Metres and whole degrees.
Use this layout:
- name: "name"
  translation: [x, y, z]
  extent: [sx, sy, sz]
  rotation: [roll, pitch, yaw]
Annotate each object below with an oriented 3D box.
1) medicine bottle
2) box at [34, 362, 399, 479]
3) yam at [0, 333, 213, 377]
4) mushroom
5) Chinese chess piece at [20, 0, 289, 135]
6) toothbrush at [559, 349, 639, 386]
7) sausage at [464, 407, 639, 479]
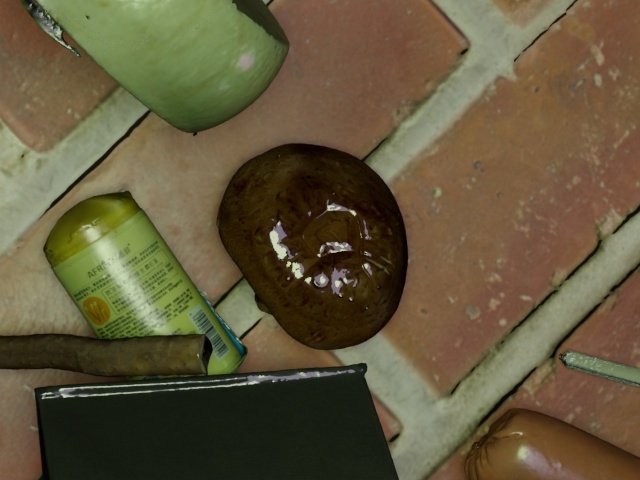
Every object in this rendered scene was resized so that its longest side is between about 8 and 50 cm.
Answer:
- name: "medicine bottle"
  translation: [-0.190, 0.062, 1.665]
  extent: [0.124, 0.124, 0.239]
  rotation: [-35, 95, -8]
- name: "box"
  translation: [-0.103, 0.287, 1.588]
  extent: [0.345, 0.204, 0.251]
  rotation: [-5, 126, -10]
- name: "yam"
  translation: [-0.266, 0.116, 1.616]
  extent: [0.327, 0.045, 0.045]
  rotation: [-1, 75, 19]
- name: "mushroom"
  translation: [0.003, 0.000, 1.688]
  extent: [0.194, 0.138, 0.231]
  rotation: [-44, 97, -8]
- name: "Chinese chess piece"
  translation: [-0.187, -0.260, 1.550]
  extent: [0.146, 0.349, 0.349]
  rotation: [-43, 97, 9]
- name: "toothbrush"
  translation: [0.412, 0.170, 1.822]
  extent: [0.294, 0.028, 0.026]
  rotation: [15, 86, -5]
- name: "sausage"
  translation: [0.307, 0.283, 1.752]
  extent: [0.304, 0.121, 0.121]
  rotation: [26, 86, -10]
